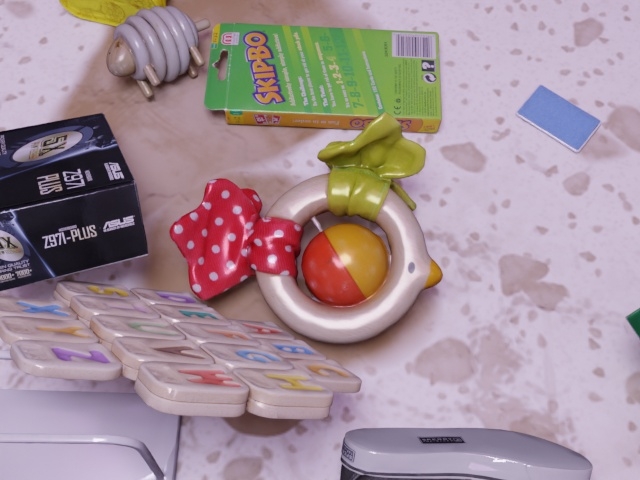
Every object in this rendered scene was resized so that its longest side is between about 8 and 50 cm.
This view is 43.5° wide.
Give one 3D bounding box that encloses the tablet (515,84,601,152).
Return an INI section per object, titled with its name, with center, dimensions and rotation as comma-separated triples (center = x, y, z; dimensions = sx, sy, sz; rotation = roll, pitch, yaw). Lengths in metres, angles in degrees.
[tablet]
center = 0.267, -0.138, 0.903
dimensions = 0.083, 0.006, 0.054
rotation = 36, 69, 16

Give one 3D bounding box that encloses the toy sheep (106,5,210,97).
[toy sheep]
center = -0.178, -0.216, 0.890
dimensions = 0.132, 0.091, 0.091
rotation = -31, 68, -30

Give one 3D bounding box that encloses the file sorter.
[file sorter]
center = -0.225, 0.233, 0.619
dimensions = 0.193, 0.173, 0.278
rotation = 2, 63, -1

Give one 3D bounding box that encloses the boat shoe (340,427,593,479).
[boat shoe]
center = 0.125, 0.208, 0.701
dimensions = 0.219, 0.078, 0.070
rotation = 4, 98, -3

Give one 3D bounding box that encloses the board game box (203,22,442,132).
[board game box]
center = 0.004, -0.185, 0.904
dimensions = 0.259, 0.039, 0.124
rotation = 4, 63, -3

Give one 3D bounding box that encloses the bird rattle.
[bird rattle]
center = 0.000, 0.000, 0.762
dimensions = 0.253, 0.143, 0.207
rotation = -30, 75, -13

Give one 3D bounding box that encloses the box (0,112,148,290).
[box]
center = -0.254, -0.042, 0.750
dimensions = 0.147, 0.077, 0.180
rotation = -14, 33, -17

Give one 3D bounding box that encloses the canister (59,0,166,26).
[canister]
center = -0.225, -0.343, 0.955
dimensions = 0.126, 0.073, 0.170
rotation = 12, 63, 4

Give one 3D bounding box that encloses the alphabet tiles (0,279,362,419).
[alphabet tiles]
center = -0.115, 0.079, 0.648
dimensions = 0.278, 0.284, 0.021
rotation = 11, 96, -33

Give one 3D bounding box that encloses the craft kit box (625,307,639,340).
[craft kit box]
center = 0.427, 0.126, 0.702
dimensions = 0.246, 0.061, 0.250
rotation = -18, 69, -28
